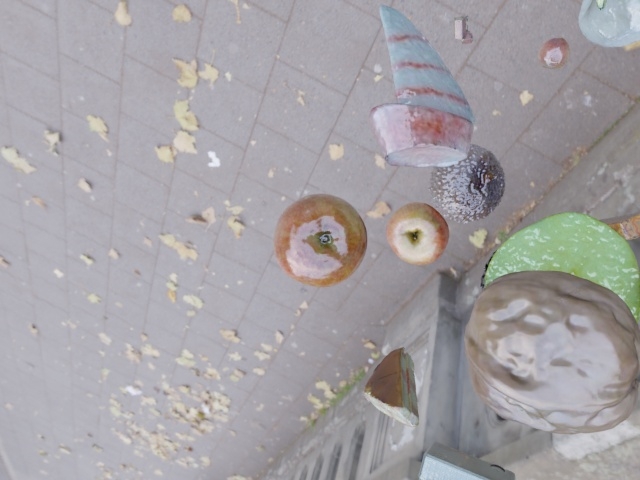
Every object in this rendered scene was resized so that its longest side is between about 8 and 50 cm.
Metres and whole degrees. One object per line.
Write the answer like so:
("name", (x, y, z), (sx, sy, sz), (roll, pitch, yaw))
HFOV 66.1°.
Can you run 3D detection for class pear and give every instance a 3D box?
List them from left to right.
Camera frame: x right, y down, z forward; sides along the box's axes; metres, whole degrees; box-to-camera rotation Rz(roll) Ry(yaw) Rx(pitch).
("pear", (0.512, 0.063, 1.035), (0.288, 0.239, 0.139), (24, 172, 17))

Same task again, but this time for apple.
("apple", (0.000, 0.000, 0.971), (0.188, 0.188, 0.174), (27, 174, -5))
("apple", (0.318, -0.023, 1.617), (0.210, 0.164, 0.209), (0, 91, 17))

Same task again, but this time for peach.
("peach", (0.630, -0.504, 1.326), (0.083, 0.083, 0.083), (11, 134, 11))

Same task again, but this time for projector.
("projector", (0.430, 0.698, 1.440), (0.257, 0.099, 0.192), (14, 177, 23))

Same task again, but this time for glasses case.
("glasses case", (0.736, -0.027, 1.248), (0.075, 0.218, 0.049), (-22, 87, -2))

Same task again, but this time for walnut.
("walnut", (0.360, 0.180, 0.792), (0.273, 0.227, 0.273), (25, 152, 15))

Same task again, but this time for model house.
("model house", (0.446, -0.653, 1.535), (0.057, 0.058, 0.083), (-8, 126, 4))

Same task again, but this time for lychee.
("lychee", (0.550, -0.214, 1.856), (0.300, 0.300, 0.300), (11, 134, 11))

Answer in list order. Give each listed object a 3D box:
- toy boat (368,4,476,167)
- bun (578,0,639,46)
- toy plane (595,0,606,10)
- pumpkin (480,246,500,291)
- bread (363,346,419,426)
("toy boat", (0.163, -0.268, 0.832), (0.206, 0.282, 0.096), (-4, 165, -21))
("bun", (0.785, -0.607, 1.148), (0.354, 0.354, 0.194), (-25, 107, 36))
("toy plane", (0.567, -0.522, 0.995), (0.102, 0.040, 0.111), (8, 146, 39))
("pumpkin", (0.614, 0.133, 1.378), (0.296, 0.295, 0.295), (11, 134, 11))
("bread", (0.084, 0.181, 0.595), (0.062, 0.109, 0.043), (-29, 111, 23))
